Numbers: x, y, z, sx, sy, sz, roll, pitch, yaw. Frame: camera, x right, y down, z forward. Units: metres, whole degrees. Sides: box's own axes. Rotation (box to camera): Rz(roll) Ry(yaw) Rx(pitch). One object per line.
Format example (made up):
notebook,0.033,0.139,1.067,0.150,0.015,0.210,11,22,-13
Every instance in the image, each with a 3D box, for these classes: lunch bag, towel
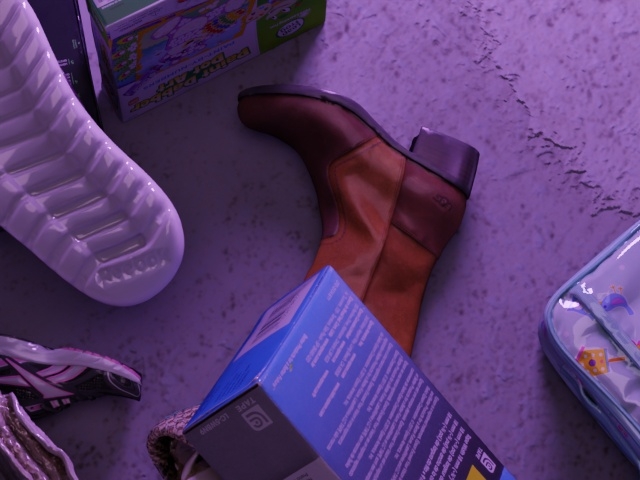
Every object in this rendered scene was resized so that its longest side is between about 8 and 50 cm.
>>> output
lunch bag,0.362,0.122,1.814,0.224,0.108,0.279,-38,77,-13
towel,-0.227,0.265,1.710,0.049,0.187,0.282,-34,78,-15

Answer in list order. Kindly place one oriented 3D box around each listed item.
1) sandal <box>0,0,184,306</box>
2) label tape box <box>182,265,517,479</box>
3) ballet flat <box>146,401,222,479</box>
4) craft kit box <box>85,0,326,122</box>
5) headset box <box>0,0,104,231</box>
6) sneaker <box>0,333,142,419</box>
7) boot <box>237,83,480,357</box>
sandal,-0.290,-0.107,1.743,0.169,0.102,0.416,-36,91,3
label tape box,0.051,0.218,1.693,0.106,0.240,0.333,-36,99,28
ballet flat,-0.045,0.370,1.686,0.182,0.164,0.483,-9,67,-37
craft kit box,-0.109,-0.235,1.843,0.250,0.246,0.061,-28,78,-10
headset box,-0.349,-0.145,1.865,0.246,0.131,0.283,-12,73,-6
sneaker,-0.261,0.142,1.819,0.178,0.072,0.077,11,84,10
boot,0.000,0.000,1.872,0.264,0.096,0.280,21,80,-3
